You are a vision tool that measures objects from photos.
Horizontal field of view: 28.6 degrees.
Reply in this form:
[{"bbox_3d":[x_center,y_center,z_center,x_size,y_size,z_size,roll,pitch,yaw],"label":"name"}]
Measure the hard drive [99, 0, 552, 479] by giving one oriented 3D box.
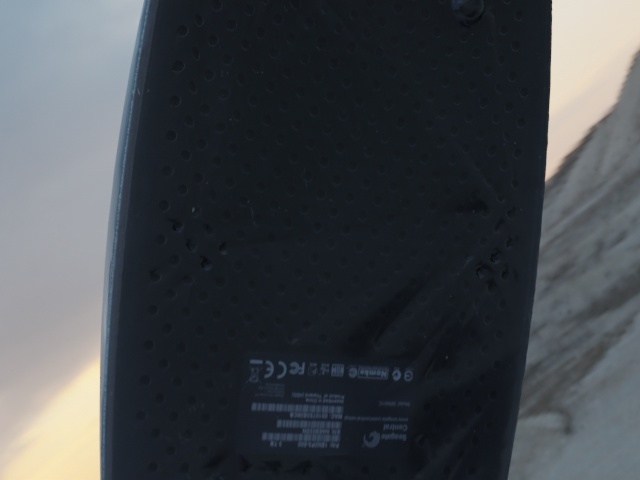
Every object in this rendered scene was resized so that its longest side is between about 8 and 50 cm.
[{"bbox_3d":[0.000,0.000,0.473,0.172,0.254,0.054,5,0,-26],"label":"hard drive"}]
